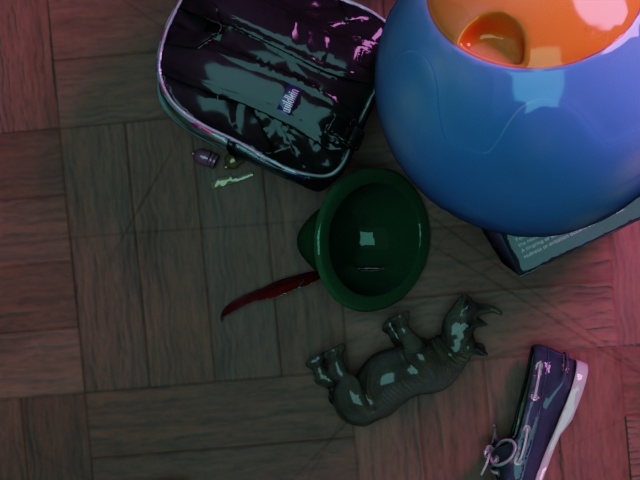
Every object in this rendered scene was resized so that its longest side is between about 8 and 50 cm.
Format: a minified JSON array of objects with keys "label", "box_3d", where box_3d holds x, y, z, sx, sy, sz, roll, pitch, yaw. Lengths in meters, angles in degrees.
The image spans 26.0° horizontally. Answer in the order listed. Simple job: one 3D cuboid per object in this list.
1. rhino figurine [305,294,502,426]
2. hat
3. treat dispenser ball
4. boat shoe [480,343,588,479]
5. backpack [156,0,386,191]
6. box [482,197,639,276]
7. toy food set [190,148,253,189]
[{"label":"rhino figurine","box_3d":[0.111,0.141,1.682,0.243,0.073,0.106,-27,86,3]},{"label":"hat","box_3d":[0.000,0.000,1.709,0.208,0.183,0.173,-14,100,-37]},{"label":"treat dispenser ball","box_3d":[0.193,-0.147,1.265,0.288,0.288,0.288,0,92,3]},{"label":"boat shoe","box_3d":[0.241,0.249,1.666,0.079,0.095,0.254,23,92,1]},{"label":"backpack","box_3d":[-0.063,-0.198,1.619,0.253,0.191,0.225,23,84,-7]},{"label":"box","box_3d":[0.223,-0.131,1.556,0.183,0.296,0.294,-26,89,4]},{"label":"toy food set","box_3d":[-0.127,-0.129,1.713,0.078,0.019,0.122,-17,91,4]}]
